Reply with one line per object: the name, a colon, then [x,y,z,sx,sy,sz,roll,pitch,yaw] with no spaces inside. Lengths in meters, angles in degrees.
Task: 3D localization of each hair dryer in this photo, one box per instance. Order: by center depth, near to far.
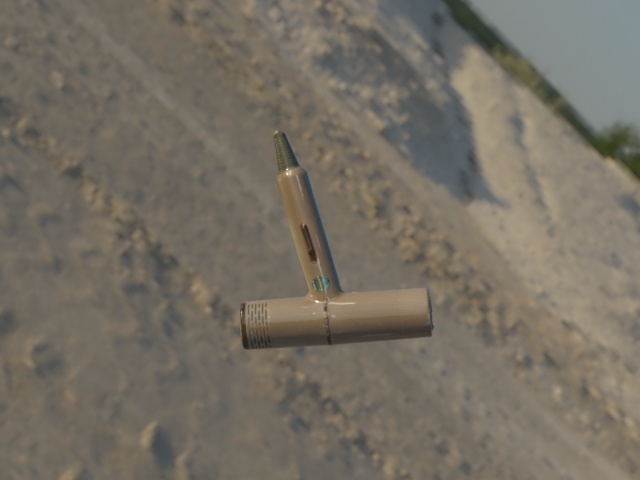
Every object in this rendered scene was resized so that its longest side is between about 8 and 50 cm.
hair dryer: [0.012,-0.004,1.665,0.053,0.195,0.220,-17,104,-85]
